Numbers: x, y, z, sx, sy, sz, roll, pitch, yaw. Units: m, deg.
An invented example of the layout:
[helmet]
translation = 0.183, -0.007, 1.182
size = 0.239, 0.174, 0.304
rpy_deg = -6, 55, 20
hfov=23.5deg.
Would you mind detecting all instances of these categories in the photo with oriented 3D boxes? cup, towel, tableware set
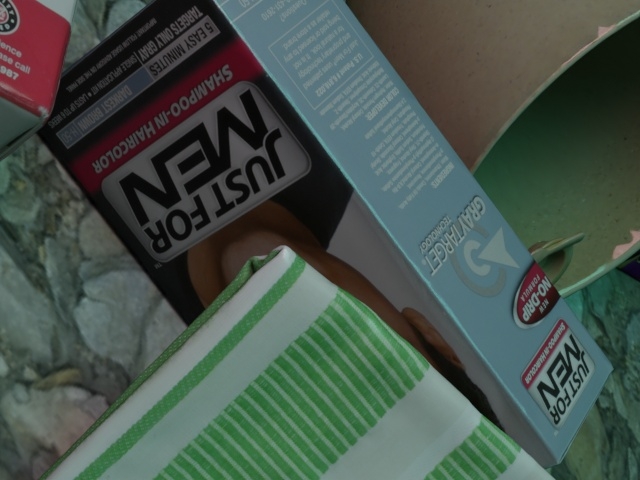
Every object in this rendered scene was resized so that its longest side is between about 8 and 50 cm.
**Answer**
[cup]
translation = 0.151, -0.136, 1.173
size = 0.331, 0.331, 0.237
rpy_deg = -5, 47, -46
[towel]
translation = 0.007, 0.186, 0.911
size = 0.325, 0.248, 0.038
rpy_deg = 44, -1, -18
[tableware set]
translation = 0.124, 0.059, 1.137
size = 0.141, 0.169, 0.020
rpy_deg = -20, 48, -34

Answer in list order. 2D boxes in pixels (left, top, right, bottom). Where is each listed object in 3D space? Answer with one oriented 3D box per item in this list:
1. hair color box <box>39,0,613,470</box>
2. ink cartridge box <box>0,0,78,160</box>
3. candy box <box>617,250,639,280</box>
[hair color box]
translation = 0.000, 0.000, 1.008
size = 0.374, 0.185, 0.113
rpy_deg = 52, 41, -8
[ink cartridge box]
translation = -0.256, -0.215, 0.923
size = 0.226, 0.131, 0.306
rpy_deg = 29, 49, -29
[candy box]
translation = 0.371, 0.020, 1.416
size = 0.186, 0.109, 0.053
rpy_deg = 27, 52, -32
